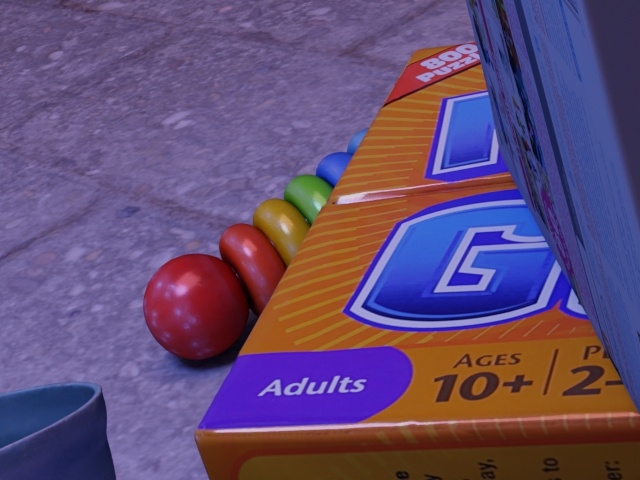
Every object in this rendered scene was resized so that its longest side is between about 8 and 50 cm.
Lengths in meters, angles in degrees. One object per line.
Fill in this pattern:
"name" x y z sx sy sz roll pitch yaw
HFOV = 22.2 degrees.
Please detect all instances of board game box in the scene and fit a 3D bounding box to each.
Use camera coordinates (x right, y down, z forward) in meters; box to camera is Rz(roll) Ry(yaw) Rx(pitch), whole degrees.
"board game box" 0.207 0.119 0.759 0.356 0.356 0.356 -5 29 22
"board game box" 0.107 -0.075 0.538 0.097 0.224 0.303 -18 28 1

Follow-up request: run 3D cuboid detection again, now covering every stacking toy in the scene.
"stacking toy" 0.000 0.000 1.399 0.330 0.141 0.141 -31 29 -12

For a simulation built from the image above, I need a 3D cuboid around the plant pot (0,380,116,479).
"plant pot" -0.241 0.221 0.960 0.293 0.196 0.293 -17 4 1
